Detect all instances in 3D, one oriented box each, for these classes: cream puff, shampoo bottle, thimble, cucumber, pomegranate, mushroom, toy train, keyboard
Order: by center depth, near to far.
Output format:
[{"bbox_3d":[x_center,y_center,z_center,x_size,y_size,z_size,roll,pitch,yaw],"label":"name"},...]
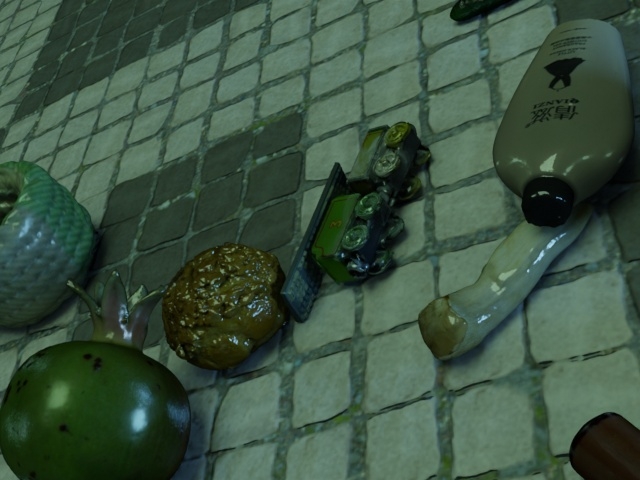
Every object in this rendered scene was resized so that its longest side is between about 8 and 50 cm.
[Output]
[{"bbox_3d":[0.167,0.025,0.788,0.202,0.054,0.059,-41,45,-12],"label":"mushroom"},{"bbox_3d":[0.230,-0.111,0.828,0.127,0.078,0.256,-2,45,27],"label":"shampoo bottle"},{"bbox_3d":[-0.208,0.143,0.852,0.182,0.182,0.224,0,73,39],"label":"pomegranate"},{"bbox_3d":[-0.102,0.062,0.921,0.144,0.103,0.126,-33,38,-1],"label":"cream puff"},{"bbox_3d":[0.054,-0.044,0.934,0.081,0.060,0.202,-9,46,40],"label":"toy train"},{"bbox_3d":[-0.001,0.000,0.940,0.014,0.055,0.176,4,54,27],"label":"keyboard"},{"bbox_3d":[0.241,-0.313,1.070,0.184,0.033,0.036,-24,66,18],"label":"cucumber"},{"bbox_3d":[-0.416,0.010,1.183,0.219,0.150,0.219,-21,42,20],"label":"thimble"}]

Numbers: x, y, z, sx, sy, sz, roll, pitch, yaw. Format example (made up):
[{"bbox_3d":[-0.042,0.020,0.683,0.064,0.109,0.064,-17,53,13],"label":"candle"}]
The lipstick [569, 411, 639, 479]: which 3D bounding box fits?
[{"bbox_3d":[0.279,0.219,0.504,0.057,0.057,0.357,-42,38,-4],"label":"lipstick"}]
